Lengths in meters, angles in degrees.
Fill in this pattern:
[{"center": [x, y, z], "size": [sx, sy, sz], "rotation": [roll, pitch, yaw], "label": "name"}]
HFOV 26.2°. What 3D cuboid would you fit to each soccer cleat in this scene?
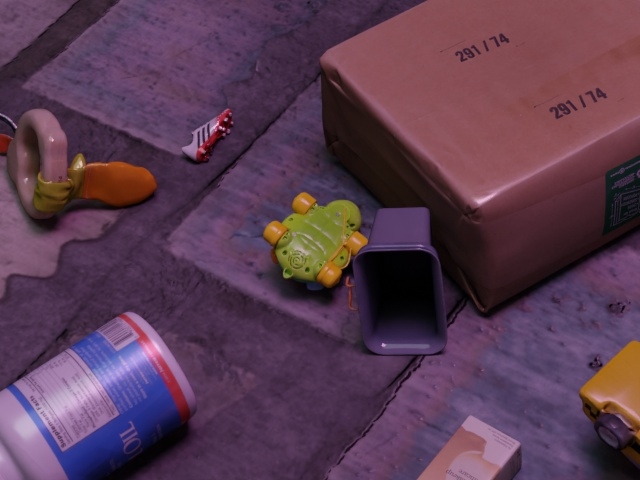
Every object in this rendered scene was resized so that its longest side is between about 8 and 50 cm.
[{"center": [-0.132, -0.127, 1.621], "size": [0.035, 0.029, 0.083], "rotation": [19, 59, 20], "label": "soccer cleat"}]

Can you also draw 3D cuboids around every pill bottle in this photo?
[{"center": [-0.239, 0.174, 1.302], "size": [0.221, 0.124, 0.124], "rotation": [-34, 51, -18], "label": "pill bottle"}]

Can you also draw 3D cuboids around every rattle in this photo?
[{"center": [-0.300, -0.103, 1.605], "size": [0.142, 0.130, 0.199], "rotation": [-21, 20, -23], "label": "rattle"}]

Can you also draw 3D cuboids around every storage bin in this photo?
[{"center": [0.077, 0.035, 1.373], "size": [0.098, 0.135, 0.091], "rotation": [-2, 37, 10], "label": "storage bin"}]

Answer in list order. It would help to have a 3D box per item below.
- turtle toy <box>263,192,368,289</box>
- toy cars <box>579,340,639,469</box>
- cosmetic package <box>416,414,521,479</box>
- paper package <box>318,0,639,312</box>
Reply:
[{"center": [0.000, 0.000, 1.454], "size": [0.095, 0.066, 0.130], "rotation": [38, 58, 9], "label": "turtle toy"}, {"center": [0.424, 0.185, 1.201], "size": [0.393, 0.087, 0.176], "rotation": [2, 54, 8], "label": "toy cars"}, {"center": [0.127, 0.221, 1.247], "size": [0.060, 0.041, 0.115], "rotation": [26, 57, 29], "label": "cosmetic package"}, {"center": [0.213, -0.130, 1.467], "size": [0.325, 0.168, 0.309], "rotation": [-28, 51, -16], "label": "paper package"}]
